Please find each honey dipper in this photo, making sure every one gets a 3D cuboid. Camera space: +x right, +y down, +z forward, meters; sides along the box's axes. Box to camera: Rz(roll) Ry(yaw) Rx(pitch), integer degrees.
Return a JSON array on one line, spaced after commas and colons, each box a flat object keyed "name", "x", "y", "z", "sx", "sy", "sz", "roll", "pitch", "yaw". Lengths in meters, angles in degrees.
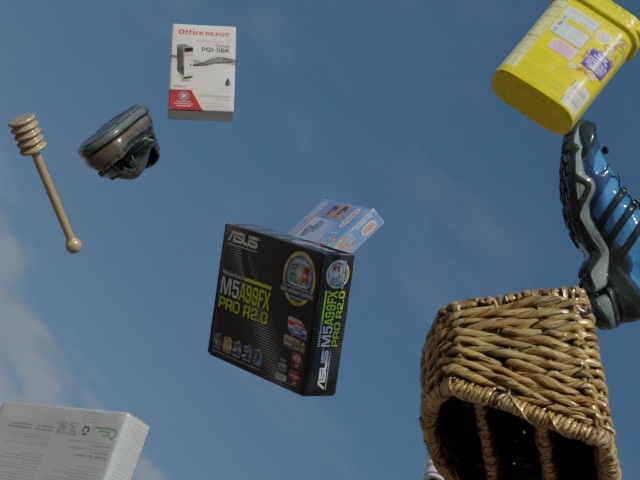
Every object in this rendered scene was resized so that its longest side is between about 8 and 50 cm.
[{"name": "honey dipper", "x": -0.285, "y": -0.057, "z": 1.503, "sx": 0.030, "sy": 0.030, "sz": 0.160, "roll": 12, "pitch": -51, "yaw": 51}]

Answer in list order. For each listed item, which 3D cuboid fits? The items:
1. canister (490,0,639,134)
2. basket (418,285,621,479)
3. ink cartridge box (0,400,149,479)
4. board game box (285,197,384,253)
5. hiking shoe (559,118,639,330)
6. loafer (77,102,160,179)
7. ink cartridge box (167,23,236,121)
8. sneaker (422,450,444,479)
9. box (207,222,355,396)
[{"name": "canister", "x": 0.307, "y": -0.227, "z": 1.777, "sx": 0.126, "sy": 0.170, "sz": 0.073, "roll": 35, "pitch": -23, "yaw": 12}, {"name": "basket", "x": 0.223, "y": 0.230, "z": 1.630, "sx": 0.214, "sy": 0.223, "sz": 0.299, "roll": -8, "pitch": -40, "yaw": 6}, {"name": "ink cartridge box", "x": -0.309, "y": 0.289, "z": 1.558, "sx": 0.223, "sy": 0.224, "sz": 0.045, "roll": 0, "pitch": -30, "yaw": 41}, {"name": "board game box", "x": 0.000, "y": 0.000, "z": 2.401, "sx": 0.039, "sy": 0.160, "sz": 0.211, "roll": 51, "pitch": -12, "yaw": -18}, {"name": "hiking shoe", "x": 0.418, "y": -0.028, "z": 2.013, "sx": 0.113, "sy": 0.132, "sz": 0.304, "roll": 66, "pitch": 14, "yaw": -84}, {"name": "loafer", "x": -0.237, "y": -0.117, "z": 1.793, "sx": 0.084, "sy": 0.096, "sz": 0.267, "roll": 56, "pitch": 6, "yaw": -10}, {"name": "ink cartridge box", "x": -0.177, "y": -0.251, "z": 2.126, "sx": 0.056, "sy": 0.099, "sz": 0.135, "roll": 120, "pitch": -29, "yaw": -77}, {"name": "sneaker", "x": 0.253, "y": 0.404, "z": 2.055, "sx": 0.282, "sy": 0.161, "sz": 0.102, "roll": 39, "pitch": -56, "yaw": -7}, {"name": "box", "x": -0.065, "y": 0.100, "z": 2.162, "sx": 0.270, "sy": 0.060, "sz": 0.216, "roll": 17, "pitch": -78, "yaw": 51}]
